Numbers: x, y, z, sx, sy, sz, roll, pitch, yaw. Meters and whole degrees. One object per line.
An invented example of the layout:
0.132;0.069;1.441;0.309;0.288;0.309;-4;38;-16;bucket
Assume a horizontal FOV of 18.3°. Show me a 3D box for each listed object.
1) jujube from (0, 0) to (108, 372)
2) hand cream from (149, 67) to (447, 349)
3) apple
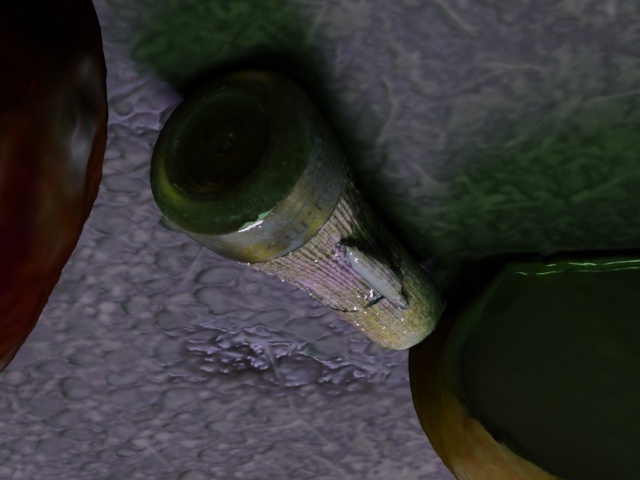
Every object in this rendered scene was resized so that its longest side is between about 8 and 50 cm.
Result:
-0.260;-0.015;0.758;0.377;0.276;0.276;-28;137;32;jujube
0.000;0.000;0.953;0.084;0.084;0.203;-18;147;19;hand cream
0.222;0.086;1.043;0.346;0.254;0.179;-5;102;0;apple
